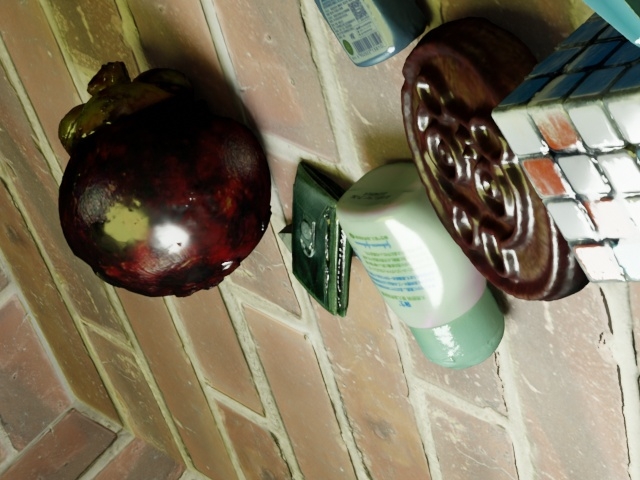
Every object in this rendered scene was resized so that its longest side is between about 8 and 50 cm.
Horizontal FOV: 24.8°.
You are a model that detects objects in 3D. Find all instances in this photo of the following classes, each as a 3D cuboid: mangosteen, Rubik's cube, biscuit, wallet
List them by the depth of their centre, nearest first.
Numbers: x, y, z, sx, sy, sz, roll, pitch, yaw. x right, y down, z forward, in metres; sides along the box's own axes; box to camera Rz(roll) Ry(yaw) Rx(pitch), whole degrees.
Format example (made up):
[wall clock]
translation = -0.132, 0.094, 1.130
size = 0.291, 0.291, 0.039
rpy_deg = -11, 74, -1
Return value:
[Rubik's cube]
translation = 0.397, -0.123, 1.615
size = 0.256, 0.259, 0.253
rpy_deg = -3, 127, 56
[biscuit]
translation = 0.228, -0.099, 1.943
size = 0.407, 0.091, 0.407
rpy_deg = 53, 159, 30
[wallet]
translation = -0.002, 0.001, 2.491
size = 0.160, 0.055, 0.236
rpy_deg = 43, 138, 44
[mangosteen]
translation = -0.288, -0.094, 2.522
size = 0.421, 0.381, 0.381
rpy_deg = 41, 155, 32

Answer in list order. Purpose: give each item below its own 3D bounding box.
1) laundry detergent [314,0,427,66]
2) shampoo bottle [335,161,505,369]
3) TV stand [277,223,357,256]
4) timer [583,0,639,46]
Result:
[laundry detergent]
translation = 0.024, -0.380, 1.986
size = 0.290, 0.094, 0.143
rpy_deg = 57, 157, -14
[shampoo bottle]
translation = 0.174, 0.052, 2.291
size = 0.222, 0.151, 0.349
rpy_deg = 0, 128, 48
[TV stand]
translation = 0.016, -0.002, 2.558
size = 0.256, 0.040, 0.049
rpy_deg = 0, 129, 55
[timer]
translation = 0.322, -0.329, 1.473
size = 0.250, 0.232, 0.091
rpy_deg = 48, 154, -1
